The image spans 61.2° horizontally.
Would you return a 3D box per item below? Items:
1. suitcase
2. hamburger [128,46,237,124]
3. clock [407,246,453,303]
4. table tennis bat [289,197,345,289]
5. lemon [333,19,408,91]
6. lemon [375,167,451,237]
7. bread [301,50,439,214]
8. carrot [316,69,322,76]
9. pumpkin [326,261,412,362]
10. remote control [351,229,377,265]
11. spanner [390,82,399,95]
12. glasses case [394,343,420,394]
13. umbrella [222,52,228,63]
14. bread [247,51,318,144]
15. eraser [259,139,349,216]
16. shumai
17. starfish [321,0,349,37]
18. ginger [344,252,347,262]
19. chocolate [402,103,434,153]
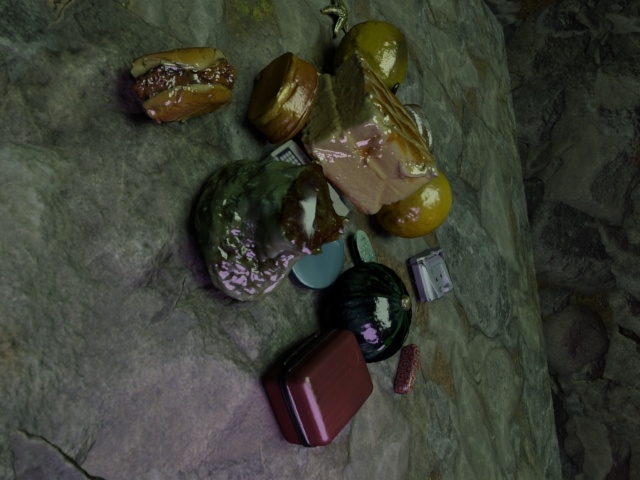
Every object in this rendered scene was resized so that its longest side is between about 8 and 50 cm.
[{"bbox_3d":[0.000,0.390,1.470,0.297,0.161,0.236,-30,104,-52],"label":"suitcase"},{"bbox_3d":[-0.318,-0.378,1.301,0.282,0.245,0.155,-165,-129,-81],"label":"hamburger"},{"bbox_3d":[0.458,0.136,2.216,0.253,0.083,0.186,-20,96,-54],"label":"clock"},{"bbox_3d":[0.000,0.000,1.655,0.215,0.044,0.329,38,56,-21],"label":"table tennis bat"},{"bbox_3d":[0.174,-0.621,1.935,0.285,0.285,0.316,24,104,-47],"label":"lemon"},{"bbox_3d":[0.339,-0.150,1.990,0.297,0.297,0.297,21,63,-48],"label":"lemon"},{"bbox_3d":[0.138,-0.334,1.721,0.390,0.279,0.371,39,29,-37],"label":"bread"},{"bbox_3d":[0.007,-0.566,1.890,0.142,0.035,0.035,30,56,-39],"label":"carrot"},{"bbox_3d":[0.167,0.217,1.674,0.315,0.239,0.315,29,54,-49],"label":"pumpkin"},{"bbox_3d":[0.161,0.084,1.877,0.097,0.045,0.256,-35,111,-50],"label":"remote control"},{"bbox_3d":[0.228,-0.454,1.952,0.024,0.316,0.087,40,60,10],"label":"spanner"},{"bbox_3d":[0.317,0.461,1.935,0.049,0.073,0.194,45,47,-27],"label":"glasses case"},{"bbox_3d":[-0.268,-0.495,1.519,0.083,0.020,0.031,62,39,-26],"label":"umbrella"},{"bbox_3d":[-0.104,-0.409,1.564,0.143,0.195,0.269,34,58,-34],"label":"bread"},{"bbox_3d":[-0.047,-0.152,1.594,0.279,0.081,0.124,51,42,-7],"label":"eraser"},{"bbox_3d":[-0.101,-0.055,1.348,0.324,0.323,0.397,48,43,-30],"label":"shumai"},{"bbox_3d":[0.081,-0.848,2.072,0.176,0.053,0.208,56,46,-40],"label":"starfish"},{"bbox_3d":[0.031,0.023,1.729,0.057,0.044,0.137,-46,113,-15],"label":"ginger"},{"bbox_3d":[0.442,-0.487,2.392,0.161,0.083,0.261,-22,97,-51],"label":"chocolate"}]
